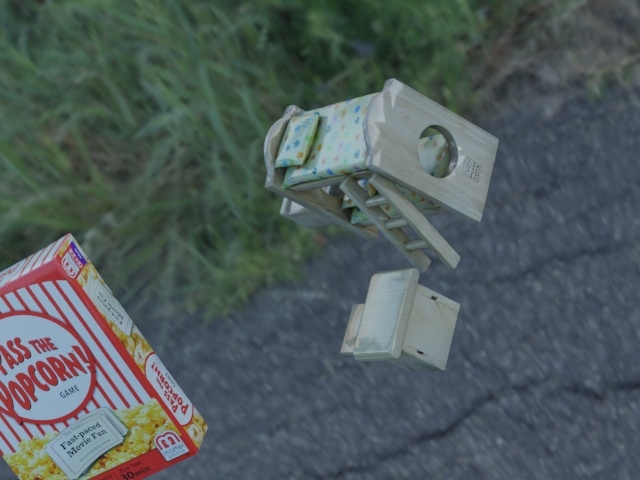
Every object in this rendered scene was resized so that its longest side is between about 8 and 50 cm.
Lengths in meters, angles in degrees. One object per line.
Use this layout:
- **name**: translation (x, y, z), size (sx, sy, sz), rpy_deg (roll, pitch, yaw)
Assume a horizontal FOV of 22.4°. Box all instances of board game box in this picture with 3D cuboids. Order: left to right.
- **board game box**: translation (-0.202, 0.109, 1.260), size (0.146, 0.193, 0.045), rpy_deg (-27, 18, 21)

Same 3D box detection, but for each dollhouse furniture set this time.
- **dollhouse furniture set**: translation (0.000, 0.000, 1.027), size (0.182, 0.101, 0.161), rpy_deg (-10, 60, 52)
